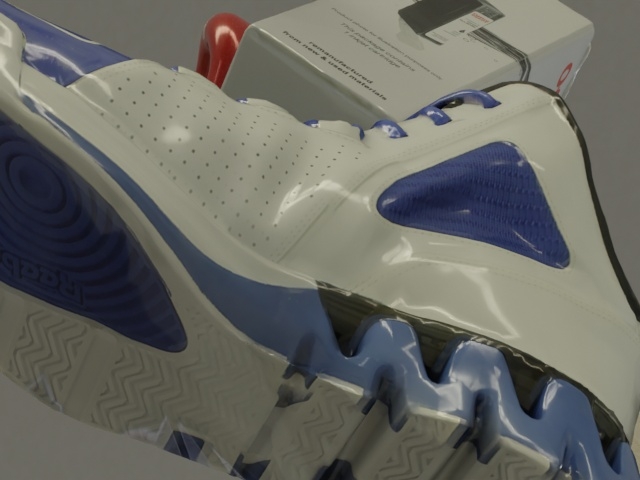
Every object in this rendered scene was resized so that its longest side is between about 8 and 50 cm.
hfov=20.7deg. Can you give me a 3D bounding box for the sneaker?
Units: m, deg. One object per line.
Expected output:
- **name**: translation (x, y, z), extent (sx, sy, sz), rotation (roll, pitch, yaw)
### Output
- **sneaker**: translation (0.001, 0.001, 0.676), extent (0.315, 0.182, 0.127), rotation (32, -45, -4)

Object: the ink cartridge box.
- **ink cartridge box**: translation (0.037, -0.055, 1.093), extent (0.114, 0.273, 0.197), rotation (36, -57, 17)

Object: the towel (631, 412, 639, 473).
- **towel**: translation (0.203, 0.134, 0.847), extent (0.187, 0.282, 0.049), rotation (-10, -62, -15)

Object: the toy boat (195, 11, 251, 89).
- **toy boat**: translation (-0.142, -0.109, 1.567), extent (0.151, 0.231, 0.151), rotation (35, -6, -10)
